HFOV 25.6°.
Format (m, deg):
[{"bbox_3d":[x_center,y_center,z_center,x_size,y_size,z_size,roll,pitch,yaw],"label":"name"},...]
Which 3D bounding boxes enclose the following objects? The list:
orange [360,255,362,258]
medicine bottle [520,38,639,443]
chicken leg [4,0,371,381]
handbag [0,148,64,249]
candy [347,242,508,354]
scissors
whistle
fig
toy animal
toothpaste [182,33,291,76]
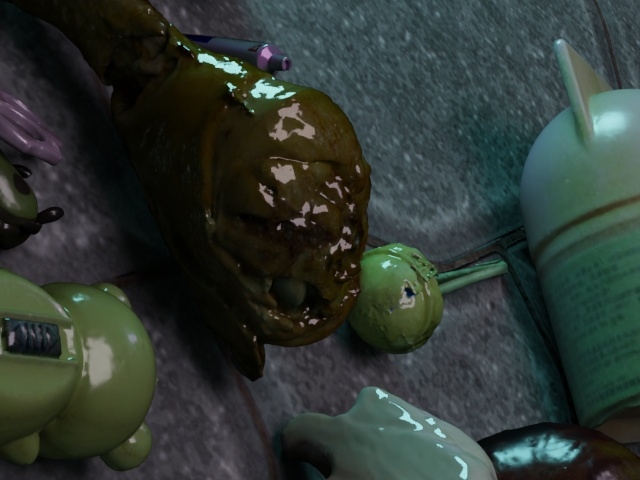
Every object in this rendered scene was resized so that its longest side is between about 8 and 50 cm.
[{"bbox_3d":[0.000,0.000,1.215,0.083,0.070,0.083,28,45,-32],"label":"orange"},{"bbox_3d":[0.342,-0.006,1.508,0.236,0.236,0.406,13,57,-48],"label":"medicine bottle"},{"bbox_3d":[-0.116,-0.105,1.064,0.429,0.201,0.153,49,43,0],"label":"chicken leg"},{"bbox_3d":[-0.234,-0.043,0.966,0.111,0.047,0.072,50,24,-4],"label":"handbag"},{"bbox_3d":[0.120,0.042,1.350,0.093,0.092,0.335,32,18,23],"label":"candy"},{"bbox_3d":[-0.266,-0.126,0.983,0.212,0.021,0.110,41,4,-14],"label":"scissors"},{"bbox_3d":[-0.205,0.077,0.869,0.288,0.106,0.131,12,60,-49],"label":"whistle"},{"bbox_3d":[0.204,0.294,1.212,0.321,0.217,0.217,64,20,-55],"label":"fig"},{"bbox_3d":[0.049,0.272,1.032,0.188,0.266,0.308,57,-10,-31],"label":"toy animal"},{"bbox_3d":[-0.087,-0.153,1.146,0.045,0.170,0.028,18,88,-49],"label":"toothpaste"}]
